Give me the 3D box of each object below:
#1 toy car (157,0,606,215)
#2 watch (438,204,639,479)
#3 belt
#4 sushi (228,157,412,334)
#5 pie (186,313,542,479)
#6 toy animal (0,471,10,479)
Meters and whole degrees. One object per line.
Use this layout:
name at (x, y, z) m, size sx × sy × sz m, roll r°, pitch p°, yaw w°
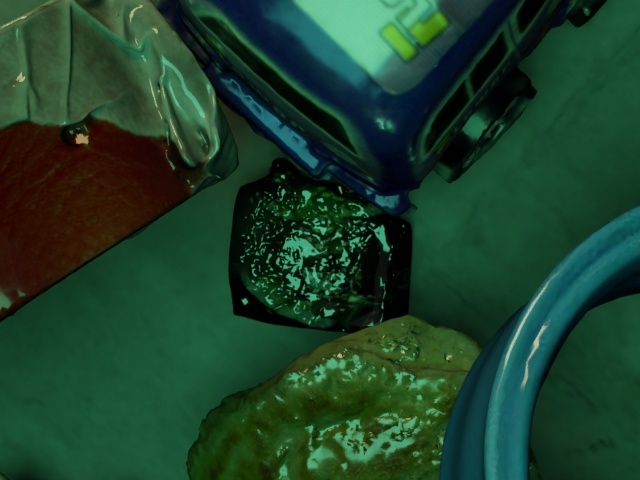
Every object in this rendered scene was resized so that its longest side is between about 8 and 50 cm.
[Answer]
toy car at (0.047, -0.140, 0.812) m, size 0.172 × 0.158 × 0.235 m, roll 41°, pitch 89°, yaw 3°
watch at (0.174, 0.144, 0.767) m, size 0.274 × 0.241 × 0.305 m, roll 29°, pitch 72°, yaw 1°
belt at (-0.187, -0.002, 0.851) m, size 0.324 × 0.227 × 0.115 m, roll -32°, pitch 95°, yaw 10°
sushi at (0.000, 0.000, 0.906) m, size 0.083 × 0.056 × 0.084 m, roll 5°, pitch 100°, yaw 17°
pie at (0.019, 0.119, 0.889) m, size 0.163 × 0.079 × 0.193 m, roll 37°, pitch 113°, yaw -21°
toy animal at (-0.127, 0.171, 0.948) m, size 0.082 × 0.091 × 0.114 m, roll -31°, pitch 61°, yaw -4°
